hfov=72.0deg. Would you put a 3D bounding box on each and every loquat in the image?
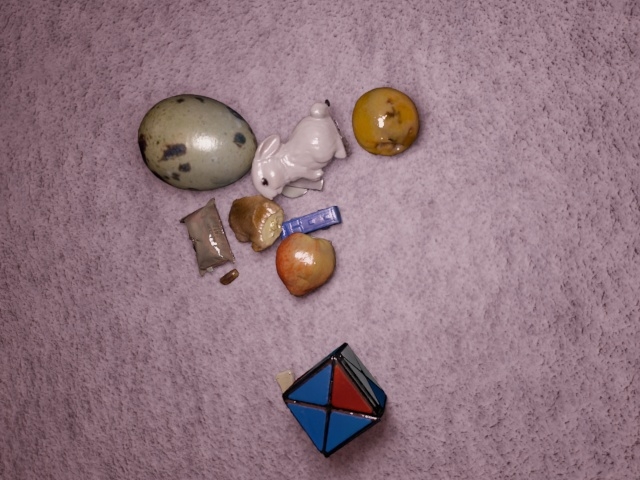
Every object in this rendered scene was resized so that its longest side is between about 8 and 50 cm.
[{"bbox_3d":[0.221,-0.413,1.514,0.244,0.244,0.243,-1,87,13],"label":"loquat"}]

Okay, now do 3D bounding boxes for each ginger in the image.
[{"bbox_3d":[-0.239,-0.058,1.601,0.276,0.130,0.221,-31,66,46],"label":"ginger"}]

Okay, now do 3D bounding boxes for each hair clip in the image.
[{"bbox_3d":[-0.090,-0.227,1.657,0.220,0.054,0.140,12,94,16],"label":"hair clip"}]

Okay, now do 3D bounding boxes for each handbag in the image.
[{"bbox_3d":[-0.439,-0.009,1.693,0.183,0.117,0.270,-23,83,19],"label":"handbag"}]

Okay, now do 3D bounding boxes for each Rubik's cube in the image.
[{"bbox_3d":[0.056,0.524,1.482,0.248,0.250,0.246,-38,80,6],"label":"Rubik's cube"}]

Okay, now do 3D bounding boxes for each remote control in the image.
[{"bbox_3d":[-0.117,0.541,1.627,0.074,0.032,0.122,-21,83,11],"label":"remote control"}]

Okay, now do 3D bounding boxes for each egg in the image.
[{"bbox_3d":[-0.439,-0.351,1.593,0.428,0.345,0.345,3,88,10],"label":"egg"}]

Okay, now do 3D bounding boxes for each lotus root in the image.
[{"bbox_3d":[-0.354,0.144,1.704,0.083,0.030,0.037,-35,81,9],"label":"lotus root"}]

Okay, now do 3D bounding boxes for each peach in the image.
[{"bbox_3d":[-0.056,0.089,1.548,0.233,0.232,0.232,-1,87,13],"label":"peach"}]

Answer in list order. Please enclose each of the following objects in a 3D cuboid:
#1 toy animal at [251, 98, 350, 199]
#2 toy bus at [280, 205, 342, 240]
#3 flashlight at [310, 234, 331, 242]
[{"bbox_3d":[-0.092,-0.305,1.537,0.357,0.194,0.257,-28,117,-5],"label":"toy animal"},{"bbox_3d":[-0.044,-0.065,1.613,0.237,0.094,0.079,-18,82,11],"label":"toy bus"},{"bbox_3d":[0.000,0.000,1.638,0.083,0.018,0.018,15,91,13],"label":"flashlight"}]
